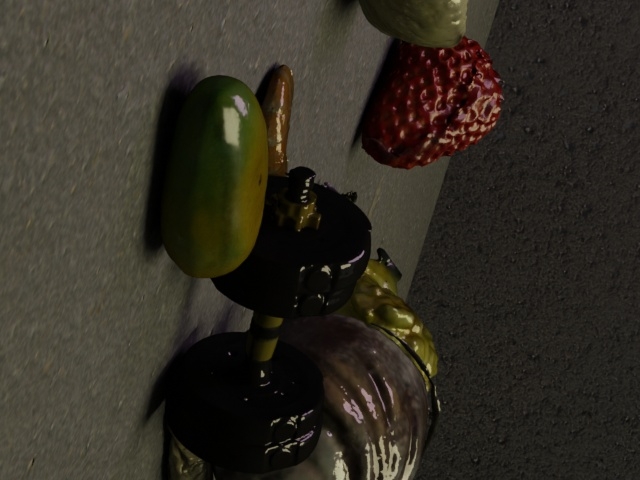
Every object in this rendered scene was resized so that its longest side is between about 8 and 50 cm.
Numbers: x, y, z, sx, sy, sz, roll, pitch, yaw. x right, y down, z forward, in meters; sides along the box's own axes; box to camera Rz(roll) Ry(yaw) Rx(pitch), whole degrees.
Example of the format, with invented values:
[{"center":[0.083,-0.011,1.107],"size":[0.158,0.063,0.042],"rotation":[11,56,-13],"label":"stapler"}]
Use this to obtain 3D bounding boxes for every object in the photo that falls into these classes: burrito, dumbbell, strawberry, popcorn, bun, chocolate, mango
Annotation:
[{"center":[-0.162,0.263,1.871],"size":[0.058,0.063,0.229],"rotation":[-23,141,-19],"label":"burrito"},{"center":[-0.059,0.093,1.679],"size":[0.185,0.185,0.388],"rotation":[-55,162,-58],"label":"dumbbell"},{"center":[0.165,-0.210,2.420],"size":[0.244,0.205,0.205],"rotation":[-42,159,-24],"label":"strawberry"},{"center":[0.041,0.158,2.277],"size":[0.237,0.293,0.293],"rotation":[-33,172,5],"label":"popcorn"},{"center":[0.118,-0.341,1.912],"size":[0.244,0.153,0.244],"rotation":[1,90,-88],"label":"bun"},{"center":[-0.005,0.261,1.904],"size":[0.213,0.303,0.303],"rotation":[-77,-177,-63],"label":"chocolate"},{"center":[-0.094,-0.063,1.433],"size":[0.137,0.091,0.237],"rotation":[-68,173,-51],"label":"mango"}]

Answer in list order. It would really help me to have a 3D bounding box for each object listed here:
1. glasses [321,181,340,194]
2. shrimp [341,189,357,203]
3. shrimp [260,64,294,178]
[{"center":[0.000,0.000,2.225],"size":[0.104,0.140,0.062],"rotation":[-32,-158,-18],"label":"glasses"},{"center":[0.026,-0.035,2.424],"size":[0.161,0.034,0.091],"rotation":[110,-5,-46],"label":"shrimp"},{"center":[-0.060,-0.095,1.748],"size":[0.133,0.053,0.236],"rotation":[-91,-172,-53],"label":"shrimp"}]
